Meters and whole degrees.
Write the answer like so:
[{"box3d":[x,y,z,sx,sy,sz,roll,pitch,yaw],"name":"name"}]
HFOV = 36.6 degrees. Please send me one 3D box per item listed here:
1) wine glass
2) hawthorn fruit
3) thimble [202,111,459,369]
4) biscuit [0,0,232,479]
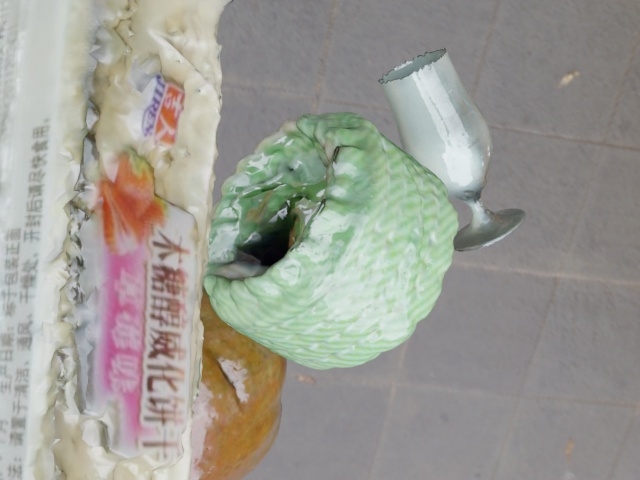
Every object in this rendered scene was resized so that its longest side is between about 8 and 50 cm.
[{"box3d":[0.136,-0.096,1.015,0.093,0.093,0.202,-26,104,2],"name":"wine glass"},{"box3d":[-0.193,0.213,1.223,0.301,0.268,0.267,-39,125,-38],"name":"hawthorn fruit"},{"box3d":[0.000,0.000,0.849,0.150,0.219,0.219,32,105,-31],"name":"thimble"},{"box3d":[-0.103,0.001,0.357,0.079,0.186,0.308,19,69,-53],"name":"biscuit"}]
